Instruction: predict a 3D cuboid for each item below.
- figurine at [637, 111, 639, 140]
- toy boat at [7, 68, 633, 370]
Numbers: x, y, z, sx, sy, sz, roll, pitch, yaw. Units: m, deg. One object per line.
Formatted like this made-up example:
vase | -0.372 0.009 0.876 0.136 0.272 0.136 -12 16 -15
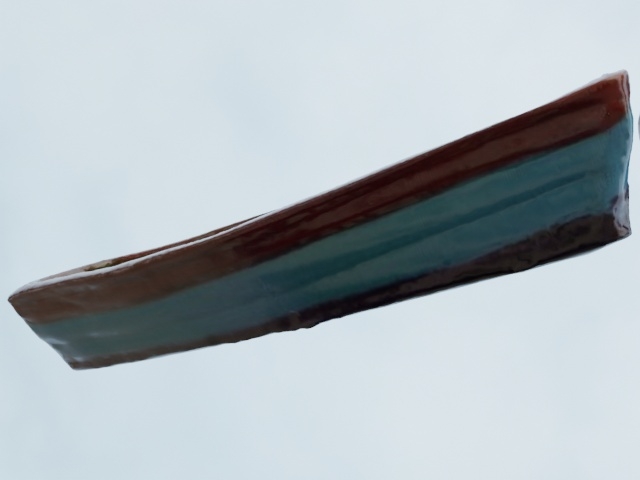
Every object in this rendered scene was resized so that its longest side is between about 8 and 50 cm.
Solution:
figurine | 0.312 -0.013 1.157 0.281 0.167 0.370 49 -21 21
toy boat | 0.000 0.000 1.016 0.392 0.136 0.079 -15 -86 37
